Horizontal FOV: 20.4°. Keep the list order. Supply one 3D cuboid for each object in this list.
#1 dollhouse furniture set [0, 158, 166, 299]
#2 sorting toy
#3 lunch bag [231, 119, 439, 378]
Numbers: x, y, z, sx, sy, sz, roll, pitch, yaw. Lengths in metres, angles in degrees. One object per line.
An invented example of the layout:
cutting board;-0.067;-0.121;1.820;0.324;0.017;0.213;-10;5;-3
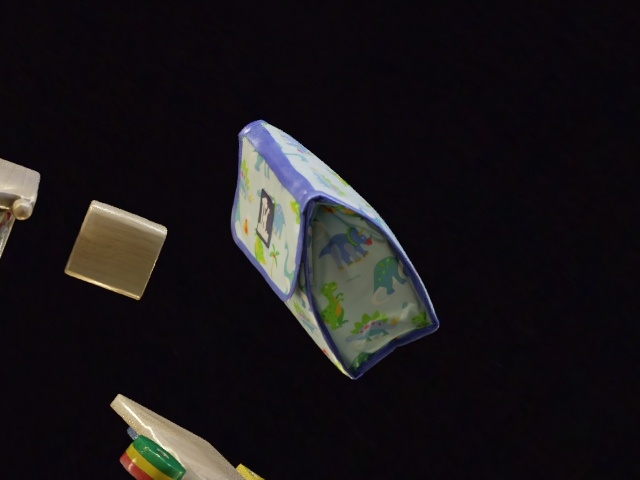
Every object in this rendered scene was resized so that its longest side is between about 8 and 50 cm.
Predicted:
dollhouse furniture set;-0.299;0.088;0.960;0.356;0.174;0.303;19;-75;-12
sorting toy;-0.101;0.201;1.457;0.046;0.132;0.274;-52;-40;1
lunch bag;0.000;0.000;1.228;0.096;0.129;0.151;-31;-56;-7
